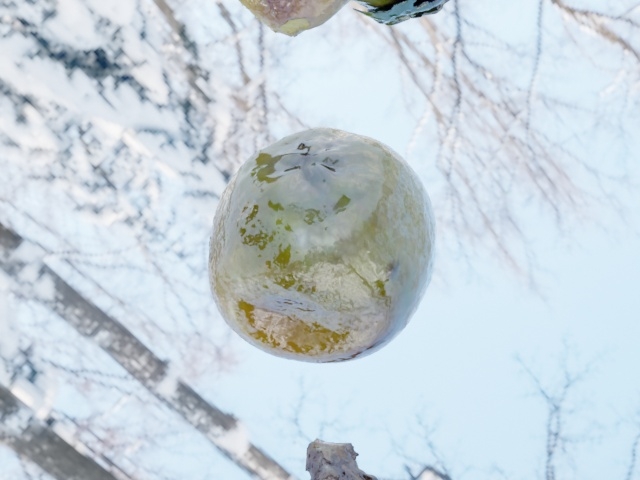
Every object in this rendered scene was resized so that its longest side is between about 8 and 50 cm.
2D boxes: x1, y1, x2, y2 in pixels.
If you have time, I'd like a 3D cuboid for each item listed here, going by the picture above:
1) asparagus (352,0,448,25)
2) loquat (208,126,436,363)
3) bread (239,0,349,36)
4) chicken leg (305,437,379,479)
[{"bbox_3d":[-0.016,-0.284,0.873,0.108,0.382,0.128,4,-101,34],"label":"asparagus"},{"bbox_3d":[0.000,0.000,1.338,0.276,0.284,0.276,0,-132,0],"label":"loquat"},{"bbox_3d":[0.029,-0.251,0.704,0.271,0.139,0.077,-38,-169,31],"label":"bread"},{"bbox_3d":[0.099,0.373,1.580,0.304,0.093,0.113,37,-121,25],"label":"chicken leg"}]
